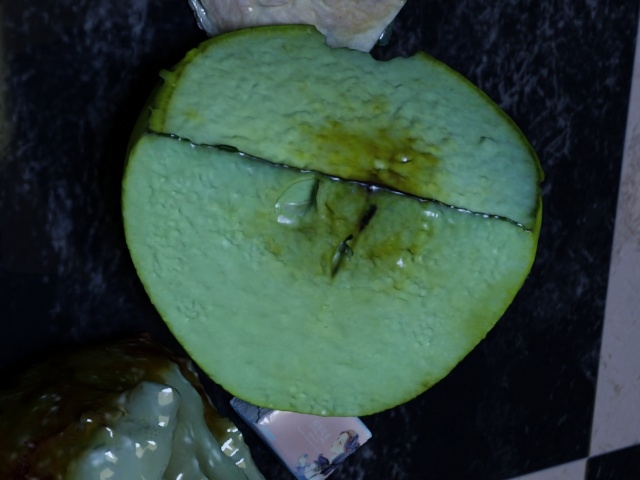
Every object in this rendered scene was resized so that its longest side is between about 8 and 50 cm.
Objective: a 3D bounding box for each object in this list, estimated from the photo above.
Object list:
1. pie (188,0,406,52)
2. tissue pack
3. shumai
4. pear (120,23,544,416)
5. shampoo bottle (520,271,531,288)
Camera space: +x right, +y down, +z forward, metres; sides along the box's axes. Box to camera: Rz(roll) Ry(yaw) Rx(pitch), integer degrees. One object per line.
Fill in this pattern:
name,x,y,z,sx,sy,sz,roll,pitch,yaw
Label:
pie,-0.010,-0.208,0.873,0.185,0.052,0.218,22,126,-20
tissue pack,-0.017,0.145,1.039,0.074,0.059,0.094,-44,124,-9
shumai,-0.117,0.232,0.877,0.398,0.324,0.323,-24,104,-28
pear,0.000,0.000,0.904,0.293,0.159,0.292,3,125,5
shampoo bottle,0.086,-0.020,1.044,0.086,0.056,0.227,-50,125,1
